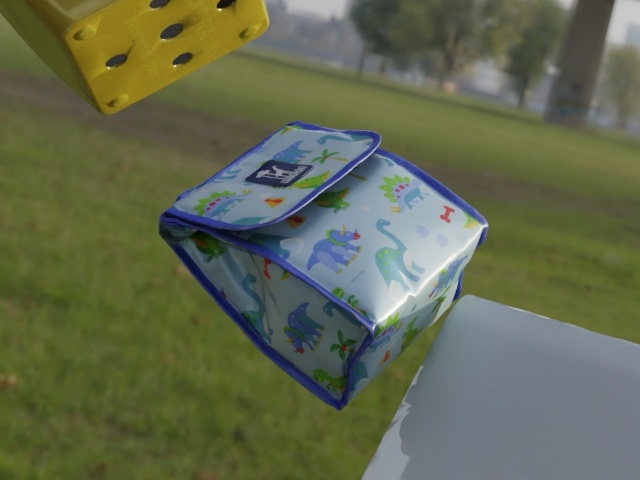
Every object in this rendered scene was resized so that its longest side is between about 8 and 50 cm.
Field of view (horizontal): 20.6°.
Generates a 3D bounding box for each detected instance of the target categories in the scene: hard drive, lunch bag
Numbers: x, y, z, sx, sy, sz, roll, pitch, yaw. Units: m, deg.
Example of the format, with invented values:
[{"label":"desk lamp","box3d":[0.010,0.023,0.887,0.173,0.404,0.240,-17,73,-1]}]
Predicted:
[{"label":"hard drive","box3d":[0.148,0.168,0.892,0.047,0.233,0.353,37,-13,-37]},{"label":"lunch bag","box3d":[0.000,0.000,1.035,0.151,0.096,0.129,36,47,18]}]

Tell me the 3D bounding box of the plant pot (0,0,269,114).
[{"label":"plant pot","box3d":[-0.149,-0.220,1.277,0.212,0.187,0.212,-28,-21,-5]}]
